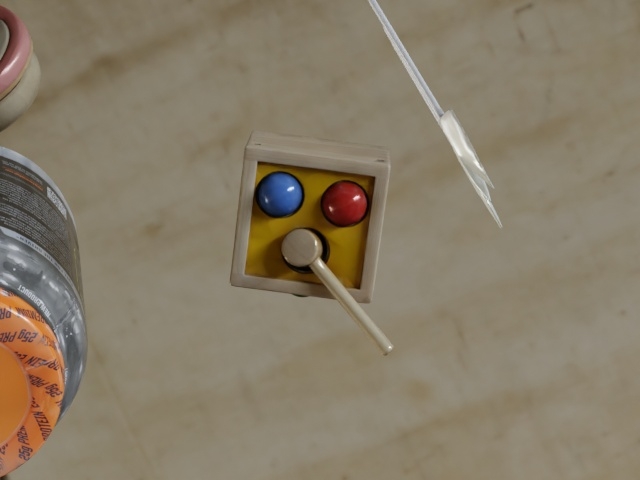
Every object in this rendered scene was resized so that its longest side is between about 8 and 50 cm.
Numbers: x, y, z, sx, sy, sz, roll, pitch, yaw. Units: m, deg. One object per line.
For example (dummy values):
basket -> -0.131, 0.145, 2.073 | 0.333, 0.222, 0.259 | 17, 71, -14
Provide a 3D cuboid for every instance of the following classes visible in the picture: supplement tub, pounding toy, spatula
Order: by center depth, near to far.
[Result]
pounding toy -> 0.000, 0.000, 1.167 | 0.130, 0.141, 0.100 | 7, 14, 0
supplement tub -> -0.303, 0.056, 1.289 | 0.207, 0.207, 0.338 | -24, 23, -2
spatula -> 0.118, -0.135, 1.533 | 0.019, 0.242, 0.168 | -30, -20, 6

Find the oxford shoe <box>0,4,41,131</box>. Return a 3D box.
oxford shoe -> -0.287, -0.073, 1.023 | 0.348, 0.130, 0.123 | -5, 48, 42
